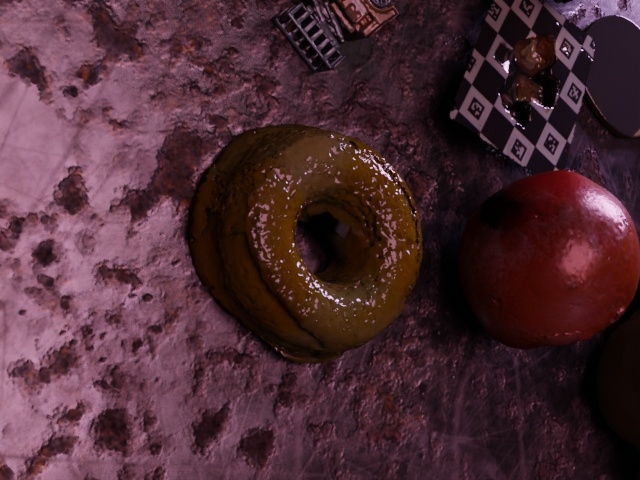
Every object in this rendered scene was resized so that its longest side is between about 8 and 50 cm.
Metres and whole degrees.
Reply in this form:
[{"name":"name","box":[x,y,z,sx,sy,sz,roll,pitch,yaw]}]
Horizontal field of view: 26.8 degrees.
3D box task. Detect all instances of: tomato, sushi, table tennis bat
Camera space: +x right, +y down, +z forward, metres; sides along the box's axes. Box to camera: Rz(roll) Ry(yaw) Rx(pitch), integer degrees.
[{"name":"tomato","box":[0.257,0.019,1.525,0.208,0.208,0.185,-28,99,-27]},{"name":"sushi","box":[0.240,-0.193,1.630,0.192,0.040,0.210,30,69,-30]},{"name":"table tennis bat","box":[0.416,-0.178,1.733,0.138,0.022,0.246,-43,104,-25]}]

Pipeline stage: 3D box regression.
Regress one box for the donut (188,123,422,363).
[{"name":"donut","box":[0.000,0.000,1.446,0.272,0.107,0.272,2,86,-29]}]

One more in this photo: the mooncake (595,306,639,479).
[{"name":"mooncake","box":[0.579,0.175,1.656,0.466,0.262,0.467,4,81,-27]}]

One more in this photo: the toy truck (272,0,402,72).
[{"name":"toy truck","box":[-0.008,-0.289,1.485,0.115,0.080,0.178,-43,107,-15]}]

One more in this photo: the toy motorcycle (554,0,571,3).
[{"name":"toy motorcycle","box":[0.257,-0.389,1.636,0.212,0.084,0.118,49,63,-2]}]
